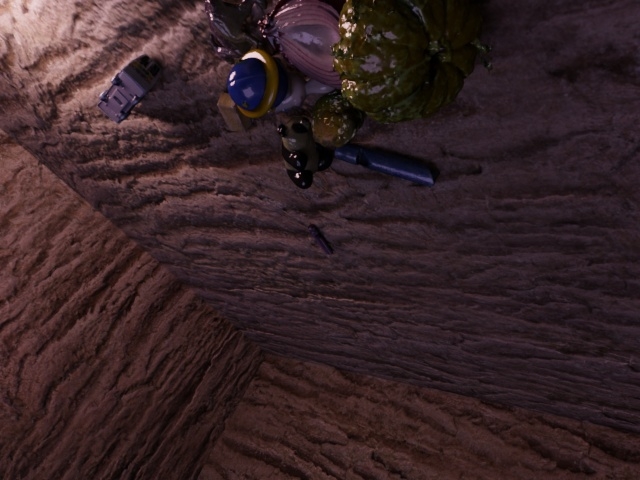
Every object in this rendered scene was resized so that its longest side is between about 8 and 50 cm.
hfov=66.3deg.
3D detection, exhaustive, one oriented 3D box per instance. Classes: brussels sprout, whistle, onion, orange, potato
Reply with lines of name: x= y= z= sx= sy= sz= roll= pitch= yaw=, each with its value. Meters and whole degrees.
brussels sprout: x=0.043 y=-0.328 z=1.327 sx=0.139 sy=0.100 sz=0.181 roll=43 pitch=153 yaw=-2
whistle: x=0.187 y=-0.222 z=1.399 sx=0.304 sy=0.062 sz=0.062 roll=20 pitch=151 yaw=19
onion: x=-0.011 y=-0.476 z=1.103 sx=0.283 sy=0.120 sz=0.227 roll=26 pitch=152 yaw=22
orange: x=0.159 y=-0.369 z=0.947 sx=0.300 sy=0.301 sz=0.223 roll=46 pitch=176 yaw=-36
potato: x=-0.266 y=-0.399 z=1.540 sx=0.086 sy=0.061 sz=0.122 roll=13 pitch=149 yaw=24
whistle: x=0.000 y=0.000 z=1.972 sx=0.033 sy=0.033 sz=0.176 roll=5 pitch=144 yaw=39

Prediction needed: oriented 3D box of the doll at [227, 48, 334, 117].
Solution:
doll: x=-0.151 y=-0.408 z=1.300 sx=0.310 sy=0.242 sz=0.160 roll=-8 pitch=105 yaw=54

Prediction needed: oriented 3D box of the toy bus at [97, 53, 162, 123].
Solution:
toy bus: x=-0.639 y=-0.504 z=1.642 sx=0.109 sy=0.136 sz=0.329 roll=46 pitch=149 yaw=-23

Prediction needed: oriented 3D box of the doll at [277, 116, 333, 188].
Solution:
doll: x=-0.054 y=-0.267 z=1.470 sx=0.135 sy=0.143 sz=0.234 roll=36 pitch=160 yaw=21

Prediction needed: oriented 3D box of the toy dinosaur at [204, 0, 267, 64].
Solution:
toy dinosaur: x=-0.222 y=-0.535 z=1.255 sx=0.162 sy=0.077 sz=0.294 roll=21 pitch=154 yaw=2
